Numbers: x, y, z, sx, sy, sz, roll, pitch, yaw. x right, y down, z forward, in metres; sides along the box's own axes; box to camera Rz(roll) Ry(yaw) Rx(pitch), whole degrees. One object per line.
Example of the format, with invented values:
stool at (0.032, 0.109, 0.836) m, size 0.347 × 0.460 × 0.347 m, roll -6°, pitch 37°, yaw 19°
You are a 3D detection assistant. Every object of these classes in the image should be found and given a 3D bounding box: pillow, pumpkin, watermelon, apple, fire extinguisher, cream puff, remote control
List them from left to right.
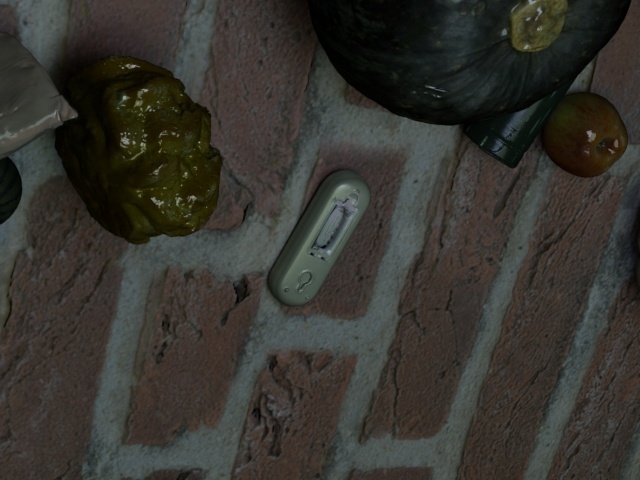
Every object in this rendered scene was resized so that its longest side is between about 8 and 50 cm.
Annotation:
pillow at (-0.443, -0.135, 1.679) m, size 0.270 × 0.173 × 0.067 m, roll -36°, pitch 163°, yaw -5°
watermelon at (-0.422, -0.059, 1.736) m, size 0.105 × 0.133 × 0.105 m, roll -4°, pitch 120°, yaw -7°
cream puff at (-0.227, -0.111, 1.753) m, size 0.196 × 0.244 × 0.244 m, roll -1°, pitch 116°, yaw -39°
remote control at (0.000, 0.000, 2.022) m, size 0.078 × 0.042 × 0.221 m, roll 22°, pitch 104°, yaw -33°
pumpkin at (0.189, -0.359, 1.743) m, size 0.454 × 0.344 × 0.454 m, roll -22°, pitch 140°, yaw -19°
fire extinguisher at (0.322, -0.261, 2.013) m, size 0.311 × 0.114 × 0.095 m, roll -55°, pitch 163°, yaw 10°
apple at (0.393, -0.157, 2.092) m, size 0.126 × 0.102 × 0.126 m, roll -10°, pitch 118°, yaw -20°

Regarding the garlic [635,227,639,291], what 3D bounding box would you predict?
garlic at (0.596, 0.021, 2.247) m, size 0.203 × 0.184 × 0.281 m, roll -31°, pitch 107°, yaw -39°
